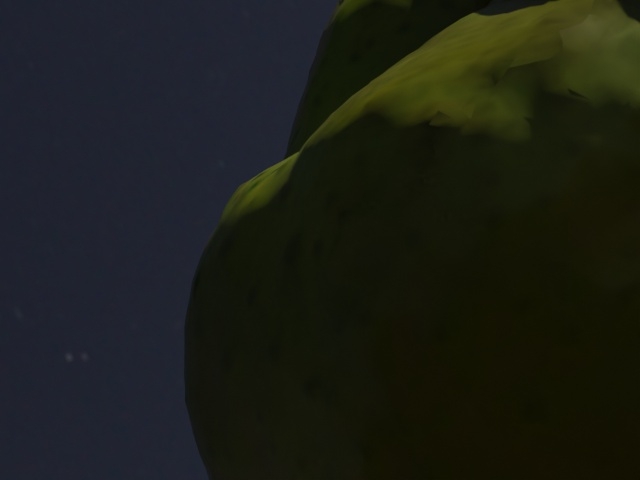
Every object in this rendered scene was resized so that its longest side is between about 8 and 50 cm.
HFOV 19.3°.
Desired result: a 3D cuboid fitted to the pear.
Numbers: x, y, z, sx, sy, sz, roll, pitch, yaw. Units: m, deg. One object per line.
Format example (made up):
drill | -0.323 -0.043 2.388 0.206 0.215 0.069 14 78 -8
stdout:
pear | 0.144 0.037 0.516 0.391 0.391 0.391 -19 -37 -15
